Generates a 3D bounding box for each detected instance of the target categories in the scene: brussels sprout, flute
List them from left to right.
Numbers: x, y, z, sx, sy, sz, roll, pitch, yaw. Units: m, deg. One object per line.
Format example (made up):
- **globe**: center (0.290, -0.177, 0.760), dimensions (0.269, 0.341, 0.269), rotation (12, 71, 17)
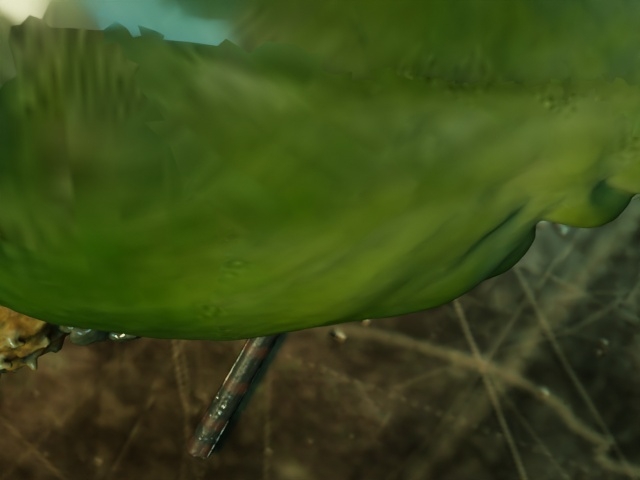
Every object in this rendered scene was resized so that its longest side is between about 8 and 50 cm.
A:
- **brussels sprout**: center (-0.026, -0.104, 0.707), dimensions (0.354, 0.281, 0.289), rotation (8, 116, -2)
- **flute**: center (0.000, 0.000, 0.890), dimensions (0.014, 0.014, 0.269), rotation (29, 116, -2)

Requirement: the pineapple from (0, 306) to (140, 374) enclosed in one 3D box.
- **pineapple**: center (-0.120, 0.015, 0.881), dimensions (0.197, 0.108, 0.108), rotation (-4, 113, 4)
